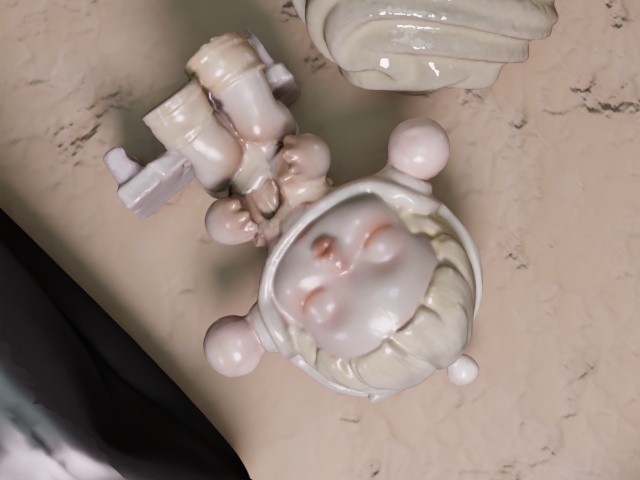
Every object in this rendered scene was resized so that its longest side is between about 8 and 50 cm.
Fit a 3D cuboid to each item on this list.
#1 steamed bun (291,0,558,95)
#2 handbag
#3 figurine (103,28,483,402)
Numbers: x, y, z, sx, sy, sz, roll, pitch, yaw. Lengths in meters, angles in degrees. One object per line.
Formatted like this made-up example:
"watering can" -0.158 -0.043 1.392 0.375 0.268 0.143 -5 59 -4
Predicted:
"steamed bun" 0.064 -0.174 1.030 0.183 0.106 0.183 1 79 -6
"handbag" -0.242 0.133 0.990 0.288 0.152 0.342 -43 101 -2
"figurine" -0.005 0.004 1.034 0.182 0.144 0.257 -40 88 -21
